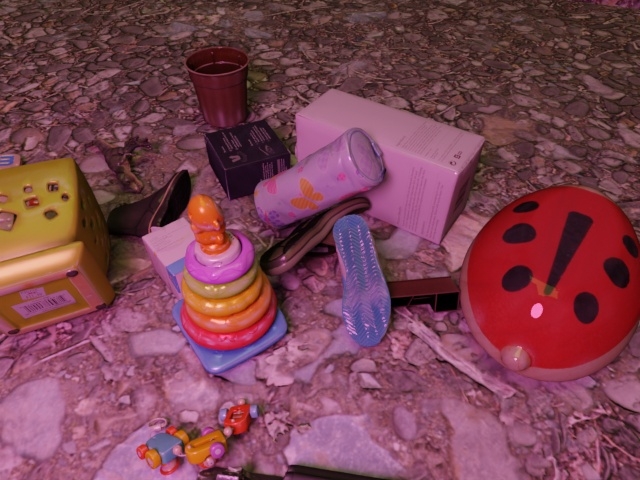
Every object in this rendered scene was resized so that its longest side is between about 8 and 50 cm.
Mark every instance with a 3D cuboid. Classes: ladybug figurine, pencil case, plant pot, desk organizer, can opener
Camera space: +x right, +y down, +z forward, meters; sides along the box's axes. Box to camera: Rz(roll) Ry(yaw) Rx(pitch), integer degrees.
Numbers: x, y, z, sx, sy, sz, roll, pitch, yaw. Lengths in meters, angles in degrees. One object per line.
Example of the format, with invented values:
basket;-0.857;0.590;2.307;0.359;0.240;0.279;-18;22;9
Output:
ladybug figurine;0.419;0.045;0.833;0.305;0.162;0.449;23;50;20
pencil case;-0.008;-0.117;0.929;0.273;0.113;0.124;-24;27;35
plant pot;-0.267;-0.406;1.266;0.166;0.165;0.167;1;45;-1
plant pot;-0.487;0.024;0.804;0.228;0.227;0.207;-18;62;-17
desk organizer;0.180;0.101;0.847;0.130;0.047;0.050;-5;26;-5
can opener;-0.029;0.349;0.614;0.283;0.076;0.095;7;78;6

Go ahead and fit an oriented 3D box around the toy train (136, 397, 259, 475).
toy train;-0.171;0.285;0.675;0.166;0.046;0.125;-10;10;1

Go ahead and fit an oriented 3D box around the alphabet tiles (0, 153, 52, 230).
alphabet tiles;-0.755;-0.105;1.051;0.277;0.021;0.284;-9;46;-21

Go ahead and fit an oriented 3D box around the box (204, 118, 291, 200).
box;-0.171;-0.193;1.109;0.158;0.093;0.156;-18;49;-19

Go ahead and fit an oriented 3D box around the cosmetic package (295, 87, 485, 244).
cosmetic package;0.134;-0.167;1.018;0.365;0.197;0.155;27;51;22

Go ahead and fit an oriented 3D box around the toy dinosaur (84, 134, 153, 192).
toy dinosaur;-0.483;-0.216;1.155;0.118;0.064;0.268;-36;52;-22

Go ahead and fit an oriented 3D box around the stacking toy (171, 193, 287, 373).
stacking toy;-0.155;0.045;0.731;0.165;0.302;0.175;-28;51;-25

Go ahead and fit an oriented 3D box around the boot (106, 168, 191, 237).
boot;-0.373;-0.086;1.021;0.136;0.077;0.198;3;44;10

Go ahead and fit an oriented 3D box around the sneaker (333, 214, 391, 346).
sneaker;0.079;0.073;0.837;0.087;0.092;0.229;-9;75;12

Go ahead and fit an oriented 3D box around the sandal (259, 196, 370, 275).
sandal;-0.002;0.001;0.925;0.120;0.086;0.302;-22;13;46

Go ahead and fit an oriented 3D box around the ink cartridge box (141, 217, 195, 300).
ink cartridge box;-0.262;0.033;0.888;0.089;0.092;0.143;-30;54;-27
